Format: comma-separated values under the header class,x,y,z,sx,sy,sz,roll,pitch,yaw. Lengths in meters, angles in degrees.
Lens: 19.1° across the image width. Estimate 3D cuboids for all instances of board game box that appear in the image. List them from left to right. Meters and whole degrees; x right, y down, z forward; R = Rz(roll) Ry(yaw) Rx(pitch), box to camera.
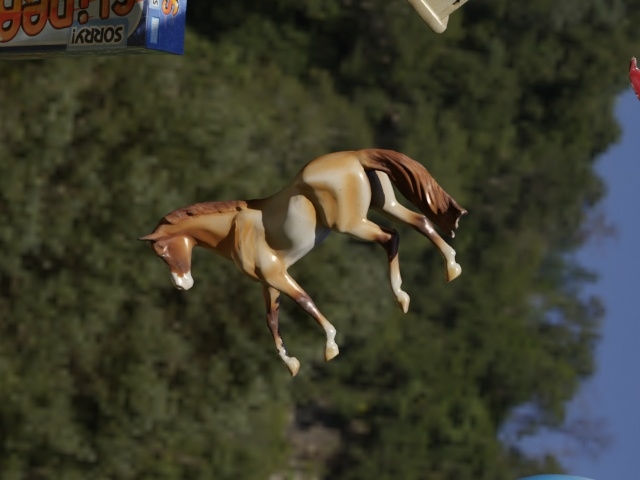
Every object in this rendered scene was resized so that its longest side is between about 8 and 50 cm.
class,x,y,z,sx,sy,sz,roll,pitch,yaw
board game box,-0.161,-0.180,1.175,0.201,0.035,0.136,2,-92,40

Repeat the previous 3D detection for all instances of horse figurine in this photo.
class,x,y,z,sx,sy,sz,roll,pitch,yaw
horse figurine,0.000,0.000,1.561,0.263,0.174,0.066,-32,-177,26

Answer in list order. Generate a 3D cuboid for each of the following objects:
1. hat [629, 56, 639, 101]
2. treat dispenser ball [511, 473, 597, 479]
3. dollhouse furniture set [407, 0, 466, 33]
class,x,y,z,sx,sy,sz,roll,pitch,yaw
hat,0.304,-0.014,1.610,0.173,0.183,0.208,-64,180,23
treat dispenser ball,0.230,0.372,1.853,0.288,0.288,0.288,-173,-90,-75
dollhouse furniture set,0.033,-0.225,1.302,0.101,0.161,0.182,-36,-166,21
